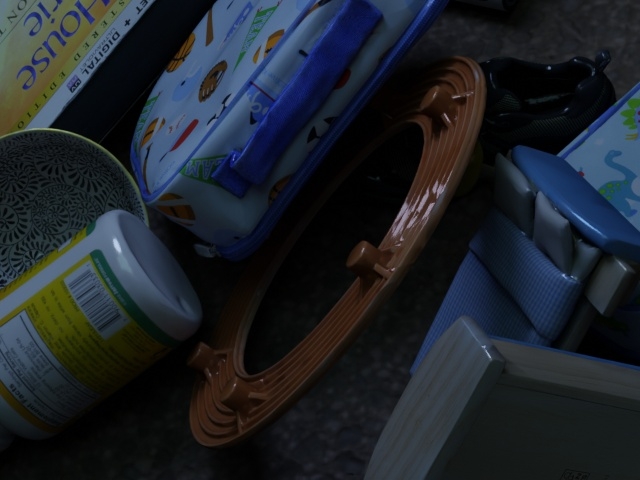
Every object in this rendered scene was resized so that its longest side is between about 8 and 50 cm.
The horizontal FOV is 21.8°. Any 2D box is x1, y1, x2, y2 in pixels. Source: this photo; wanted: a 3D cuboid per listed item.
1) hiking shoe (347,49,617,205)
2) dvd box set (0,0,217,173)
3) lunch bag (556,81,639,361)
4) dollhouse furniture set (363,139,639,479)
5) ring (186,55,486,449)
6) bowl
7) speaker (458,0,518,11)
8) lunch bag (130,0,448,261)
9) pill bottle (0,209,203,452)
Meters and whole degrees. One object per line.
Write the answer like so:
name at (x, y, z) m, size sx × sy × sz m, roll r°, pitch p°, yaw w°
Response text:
hiking shoe at (0.122, -0.101, 1.313) m, size 0.227 × 0.114 × 0.086 m, roll -16°, pitch 54°, yaw 5°
dvd box set at (-0.247, -0.285, 1.497) m, size 0.307 × 0.062 × 0.420 m, roll -48°, pitch 52°, yaw 10°
lunch bag at (0.257, -0.028, 1.234) m, size 0.219 × 0.090 × 0.176 m, roll -42°, pitch 47°, yaw -12°
dollhouse furniture set at (0.077, 0.100, 1.093) m, size 0.286 × 0.198 × 0.303 m, roll -63°, pitch 32°, yaw 22°
ring at (0.000, 0.000, 1.193) m, size 0.032 × 0.336 × 0.336 m, roll 35°, pitch 65°, yaw -16°
bowl at (-0.217, -0.012, 1.357) m, size 0.170 × 0.080 × 0.170 m, roll 1°, pitch 101°, yaw 3°
speaker at (0.107, -0.239, 1.445) m, size 0.136 × 0.055 × 0.055 m, roll 17°, pitch 64°, yaw 24°
lunch bag at (-0.028, -0.127, 1.283) m, size 0.303 × 0.115 × 0.243 m, roll -53°, pitch 20°, yaw 6°
pill bottle at (-0.204, 0.079, 1.274) m, size 0.208 × 0.117 × 0.117 m, roll -36°, pitch 54°, yaw 9°
